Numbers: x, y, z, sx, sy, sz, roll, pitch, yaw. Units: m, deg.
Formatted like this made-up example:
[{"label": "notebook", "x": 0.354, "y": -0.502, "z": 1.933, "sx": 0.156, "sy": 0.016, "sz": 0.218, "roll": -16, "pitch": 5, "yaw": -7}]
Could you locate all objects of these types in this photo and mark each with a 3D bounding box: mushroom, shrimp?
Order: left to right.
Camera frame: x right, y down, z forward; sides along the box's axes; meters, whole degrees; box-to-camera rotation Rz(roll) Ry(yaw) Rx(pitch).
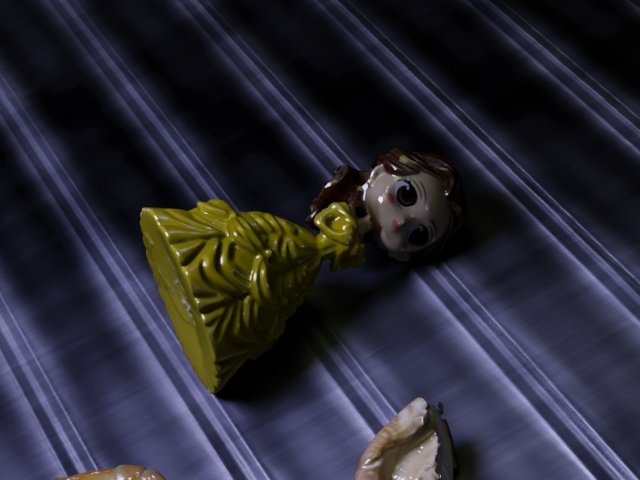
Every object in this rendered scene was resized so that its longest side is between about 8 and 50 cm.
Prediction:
[{"label": "shrimp", "x": -0.217, "y": 0.255, "z": 1.841, "sx": 0.180, "sy": 0.041, "sz": 0.099, "roll": -1, "pitch": 58, "yaw": 21}, {"label": "mushroom", "x": 0.072, "y": 0.229, "z": 1.709, "sx": 0.094, "sy": 0.072, "sz": 0.209, "roll": -12, "pitch": 36, "yaw": 8}]

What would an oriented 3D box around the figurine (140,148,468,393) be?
[{"label": "figurine", "x": 0.001, "y": 0.000, "z": 1.945, "sx": 0.315, "sy": 0.168, "sz": 0.187, "roll": -23, "pitch": 81, "yaw": -16}]
